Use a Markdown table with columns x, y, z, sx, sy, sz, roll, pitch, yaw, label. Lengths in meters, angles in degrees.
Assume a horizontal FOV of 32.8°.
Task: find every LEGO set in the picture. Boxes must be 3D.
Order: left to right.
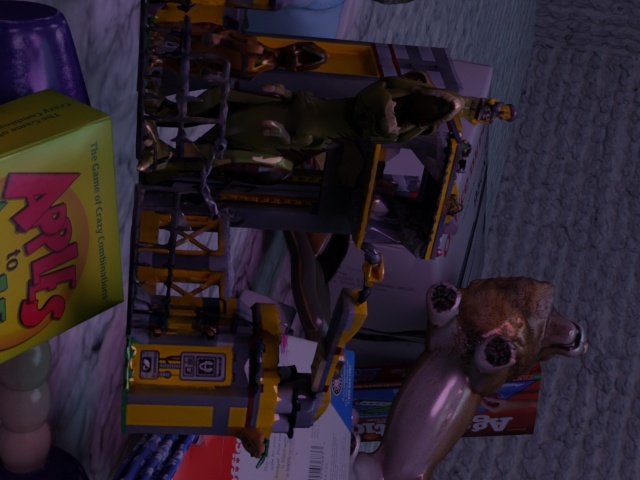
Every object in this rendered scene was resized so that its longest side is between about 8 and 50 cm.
| x | y | z | sx | sy | sz | roll | pitch | yaw | label |
| --- | --- | --- | --- | --- | --- | --- | --- | --- | --- |
| 0.017 | -0.070 | 0.486 | 0.255 | 0.192 | 0.331 | -103 | -161 | -62 | LEGO set |

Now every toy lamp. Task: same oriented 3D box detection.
| x | y | z | sx | sy | sz | roll | pitch | yaw | label |
| --- | --- | --- | --- | --- | --- | --- | --- | --- | --- |
| -0.149 | 0.022 | 0.541 | 0.080 | 0.080 | 0.274 | -51 | 147 | -63 | toy lamp |

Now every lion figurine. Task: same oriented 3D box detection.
| x | y | z | sx | sy | sz | roll | pitch | yaw | label |
| --- | --- | --- | --- | --- | --- | --- | --- | --- | --- |
| 0.111 | 0.182 | 1.093 | 0.392 | 0.142 | 0.240 | -49 | 162 | -6 | lion figurine |

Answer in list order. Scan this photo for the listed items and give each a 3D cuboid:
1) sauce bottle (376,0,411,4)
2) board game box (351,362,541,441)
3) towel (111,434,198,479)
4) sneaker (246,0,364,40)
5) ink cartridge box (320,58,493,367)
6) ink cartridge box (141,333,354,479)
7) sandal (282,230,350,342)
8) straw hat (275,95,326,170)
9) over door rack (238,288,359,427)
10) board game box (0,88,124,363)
| x | y | z | sx | sy | sz | roll | pitch | yaw | label |
| --- | --- | --- | --- | --- | --- | --- | --- | --- | --- |
| 0.118 | -0.372 | 1.240 | 0.344 | 0.111 | 0.111 | -59 | 155 | -55 | sauce bottle |
| 0.112 | 0.191 | 1.278 | 0.145 | 0.281 | 0.027 | 81 | 7 | -53 | board game box |
| -0.146 | 0.215 | 0.567 | 0.243 | 0.040 | 0.336 | -56 | 180 | 34 | towel |
| -0.073 | -0.200 | 0.614 | 0.150 | 0.135 | 0.366 | -64 | 152 | -23 | sneaker |
| 0.098 | 0.010 | 1.316 | 0.395 | 0.166 | 0.285 | 81 | 24 | -52 | ink cartridge box |
| -0.064 | 0.137 | 0.840 | 0.231 | 0.078 | 0.134 | 22 | 68 | -55 | ink cartridge box |
| 0.000 | 0.000 | 1.022 | 0.090 | 0.060 | 0.219 | 61 | 17 | -55 | sandal |
| -0.032 | -0.062 | 0.960 | 0.061 | 0.144 | 0.144 | -39 | -176 | 25 | straw hat |
| -0.044 | 0.239 | 1.049 | 0.324 | 0.108 | 0.239 | 80 | 24 | -54 | over door rack |
| -0.161 | 0.013 | 0.416 | 0.181 | 0.043 | 0.092 | -28 | 131 | -41 | board game box |
